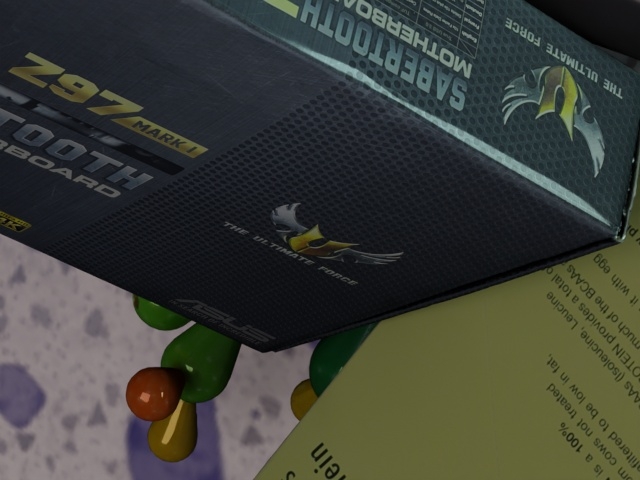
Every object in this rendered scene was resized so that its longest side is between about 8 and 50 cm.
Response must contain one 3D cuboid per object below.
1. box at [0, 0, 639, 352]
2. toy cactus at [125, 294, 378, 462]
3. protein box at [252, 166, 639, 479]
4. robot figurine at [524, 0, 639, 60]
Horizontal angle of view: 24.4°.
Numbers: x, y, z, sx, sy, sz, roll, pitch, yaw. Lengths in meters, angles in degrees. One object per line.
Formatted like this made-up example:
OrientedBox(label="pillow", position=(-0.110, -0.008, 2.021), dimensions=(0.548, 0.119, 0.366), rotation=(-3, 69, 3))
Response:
OrientedBox(label="box", position=(-0.053, -0.047, 0.425), dimensions=(0.183, 0.233, 0.059), rotation=(-23, 48, 52))
OrientedBox(label="toy cactus", position=(0.000, 0.000, 0.594), dimensions=(0.180, 0.112, 0.219), rotation=(-13, 82, 17))
OrientedBox(label="protein box", position=(0.114, 0.096, 0.490), dimensions=(0.201, 0.136, 0.200), rotation=(-53, 55, 22))
OrientedBox(label="robot figurine", position=(0.118, -0.167, 0.459), dimensions=(0.278, 0.173, 0.209), rotation=(28, 108, 21))
